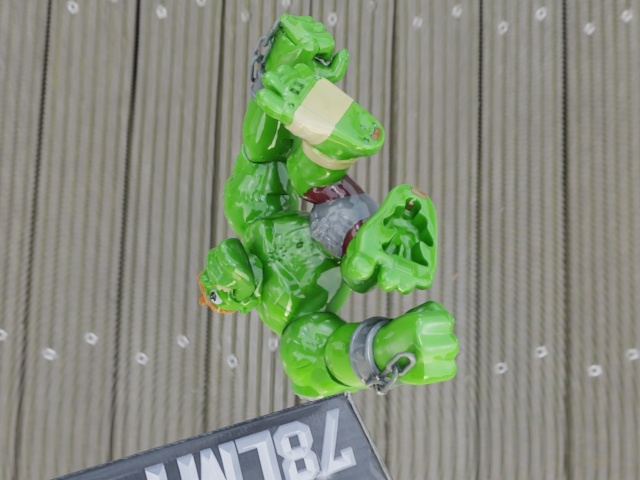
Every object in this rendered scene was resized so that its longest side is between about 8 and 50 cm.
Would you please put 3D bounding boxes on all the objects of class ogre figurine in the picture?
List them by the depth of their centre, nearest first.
[{"bbox_3d":[0.000,0.000,0.595,0.096,0.118,0.197,-25,69,-40],"label":"ogre figurine"}]

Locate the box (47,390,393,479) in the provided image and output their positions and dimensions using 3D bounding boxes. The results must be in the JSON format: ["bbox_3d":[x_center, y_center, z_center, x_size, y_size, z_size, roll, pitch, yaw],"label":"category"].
[{"bbox_3d":[-0.158,0.168,0.443,0.293,0.295,0.073,-37,73,38],"label":"box"}]
